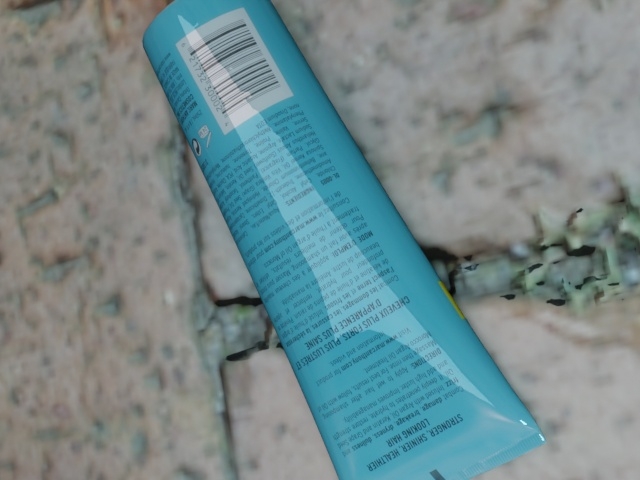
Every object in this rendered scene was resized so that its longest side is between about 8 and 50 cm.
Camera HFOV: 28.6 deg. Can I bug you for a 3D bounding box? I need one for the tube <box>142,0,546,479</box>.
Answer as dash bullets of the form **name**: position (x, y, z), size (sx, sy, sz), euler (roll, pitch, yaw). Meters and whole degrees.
- **tube**: position (0.000, 0.000, 0.469), size (0.080, 0.052, 0.207), euler (-35, 75, 29)
